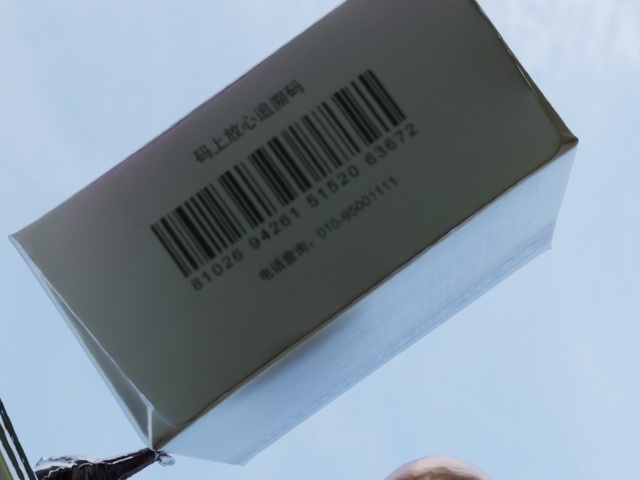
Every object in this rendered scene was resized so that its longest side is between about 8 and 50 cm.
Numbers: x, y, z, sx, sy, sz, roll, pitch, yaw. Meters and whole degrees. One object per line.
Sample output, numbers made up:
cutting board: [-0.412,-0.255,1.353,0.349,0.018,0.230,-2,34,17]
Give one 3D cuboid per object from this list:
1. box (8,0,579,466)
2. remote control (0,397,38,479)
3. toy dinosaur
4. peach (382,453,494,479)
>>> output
box: [0.000,0.000,0.870,0.200,0.106,0.299,-35,-8,-1]
remote control: [-0.141,0.111,0.577,0.140,0.056,0.296,-17,-48,-1]
toy dinosaur: [-0.150,0.137,1.049,0.197,0.080,0.045,-22,-91,-30]
peach: [0.064,0.164,1.053,0.101,0.101,0.100,-21,-59,-40]
